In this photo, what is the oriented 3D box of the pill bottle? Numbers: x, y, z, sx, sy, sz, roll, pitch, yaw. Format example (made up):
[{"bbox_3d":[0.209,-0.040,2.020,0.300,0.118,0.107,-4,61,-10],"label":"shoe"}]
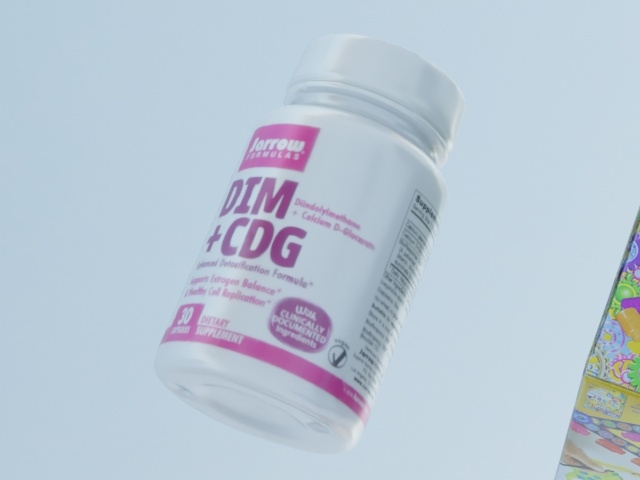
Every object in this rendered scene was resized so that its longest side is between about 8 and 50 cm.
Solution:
[{"bbox_3d":[0.000,0.000,1.252,0.160,0.160,0.283,32,-112,-27],"label":"pill bottle"}]

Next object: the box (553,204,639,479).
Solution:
[{"bbox_3d":[0.303,0.058,1.248,0.177,0.279,0.290,19,-115,11],"label":"box"}]
